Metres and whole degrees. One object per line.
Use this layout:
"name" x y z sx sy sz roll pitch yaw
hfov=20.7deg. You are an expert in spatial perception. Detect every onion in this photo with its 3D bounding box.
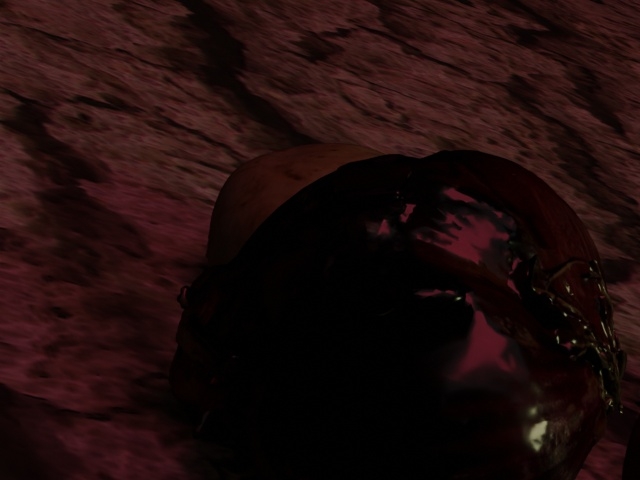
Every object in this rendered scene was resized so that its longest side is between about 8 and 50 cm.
"onion" 0.056 0.074 0.979 0.281 0.221 0.281 -4 31 3

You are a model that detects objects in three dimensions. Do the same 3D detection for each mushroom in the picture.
"mushroom" 0.000 0.000 1.224 0.166 0.127 0.166 1 15 0

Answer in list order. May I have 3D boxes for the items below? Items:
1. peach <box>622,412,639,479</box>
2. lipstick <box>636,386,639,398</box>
"peach" 0.303 0.159 1.058 0.243 0.199 0.243 30 12 -7
"lipstick" 0.293 0.125 1.381 0.107 0.025 0.025 14 22 -43
